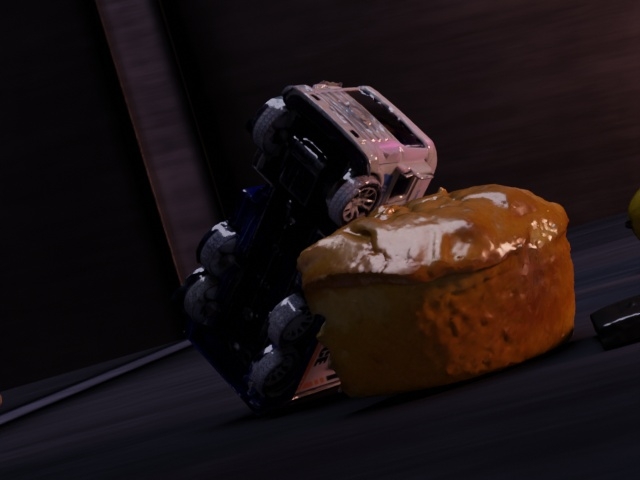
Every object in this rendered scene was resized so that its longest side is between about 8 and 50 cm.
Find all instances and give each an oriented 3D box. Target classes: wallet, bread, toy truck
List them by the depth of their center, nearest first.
[{"bbox_3d":[0.308,0.026,1.183,0.244,0.025,0.124,-17,0,8],"label":"wallet"},{"bbox_3d":[0.111,0.034,1.249,0.229,0.143,0.139,-21,14,-41],"label":"bread"},{"bbox_3d":[0.000,0.000,1.385,0.155,0.124,0.268,-13,-42,-44],"label":"toy truck"}]

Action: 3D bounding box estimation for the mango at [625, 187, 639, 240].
[{"bbox_3d":[0.416,-0.040,1.742,0.237,0.091,0.137,-9,1,-40],"label":"mango"}]
